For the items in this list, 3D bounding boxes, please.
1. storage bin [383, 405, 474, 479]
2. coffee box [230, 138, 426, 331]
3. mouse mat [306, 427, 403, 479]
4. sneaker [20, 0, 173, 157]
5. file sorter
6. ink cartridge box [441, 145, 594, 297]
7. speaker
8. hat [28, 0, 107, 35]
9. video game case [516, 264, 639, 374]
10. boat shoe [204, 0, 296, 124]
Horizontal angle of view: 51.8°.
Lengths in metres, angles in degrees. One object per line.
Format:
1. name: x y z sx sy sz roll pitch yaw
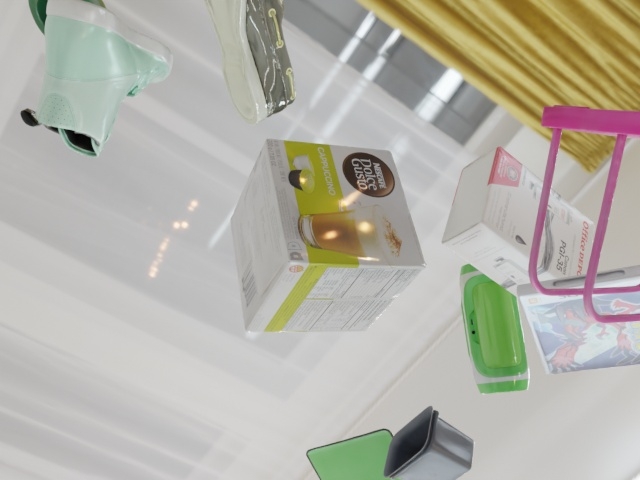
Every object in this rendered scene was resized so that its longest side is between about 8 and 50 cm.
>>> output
1. storage bin: 0.176 0.334 1.043 0.135 0.091 0.098 -54 -171 41
2. coffee box: 0.000 0.000 1.581 0.338 0.334 0.338 123 -37 -50
3. mouse mat: 0.082 0.461 1.335 0.189 0.152 0.007 -20 -162 18
4. sneaker: -0.250 -0.173 0.756 0.256 0.094 0.151 -42 146 -82
5. file sorter: 0.342 0.000 0.524 0.290 0.202 0.182 25 -68 59
6. ink cartridge box: 0.400 -0.017 1.309 0.117 0.283 0.207 -34 -153 51
7. speaker: 0.399 0.199 1.522 0.131 0.131 0.296 -29 -117 60
8. hat: -0.409 -0.441 1.209 0.208 0.173 0.183 9 -128 31
9. video game case: 0.385 0.115 0.909 0.183 0.201 0.023 -12 -137 23
10. boat shoe: -0.101 -0.323 0.953 0.091 0.305 0.109 -29 -141 -26
